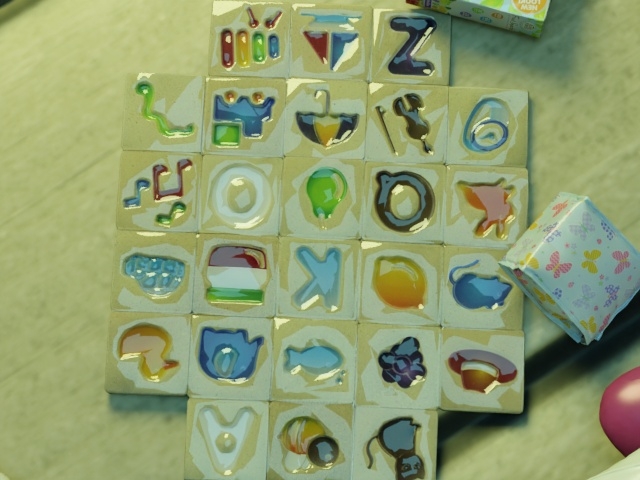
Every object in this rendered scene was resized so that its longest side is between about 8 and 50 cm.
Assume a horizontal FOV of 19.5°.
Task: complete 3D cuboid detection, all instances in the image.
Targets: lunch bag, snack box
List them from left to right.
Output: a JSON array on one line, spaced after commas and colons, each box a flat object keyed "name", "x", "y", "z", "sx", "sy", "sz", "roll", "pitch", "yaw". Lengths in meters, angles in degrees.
[{"name": "snack box", "x": 0.126, "y": -0.223, "z": 1.315, "sx": 0.100, "sy": 0.037, "sz": 0.141, "roll": 15, "pitch": 75, "yaw": 6}, {"name": "lunch bag", "x": 0.173, "y": 0.020, "z": 1.258, "sx": 0.083, "sy": 0.053, "sz": 0.071, "roll": 43, "pitch": 82, "yaw": -16}]

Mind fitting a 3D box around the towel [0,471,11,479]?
[{"name": "towel", "x": -0.292, "y": 0.263, "z": 1.226, "sx": 0.187, "sy": 0.049, "sz": 0.282, "roll": 34, "pitch": 81, "yaw": 8}]

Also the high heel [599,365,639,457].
[{"name": "high heel", "x": 0.368, "y": 0.124, "z": 1.163, "sx": 0.377, "sy": 0.181, "sz": 0.127, "roll": 6, "pitch": 79, "yaw": 3}]

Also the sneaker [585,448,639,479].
[{"name": "sneaker", "x": 0.187, "y": 0.187, "z": 1.146, "sx": 0.297, "sy": 0.129, "sz": 0.111, "roll": -29, "pitch": 86, "yaw": 17}]

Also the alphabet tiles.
[{"name": "alphabet tiles", "x": 0.000, "y": 0.000, "z": 1.290, "sx": 0.285, "sy": 0.011, "sz": 0.342, "roll": 2, "pitch": 78, "yaw": 2}]
